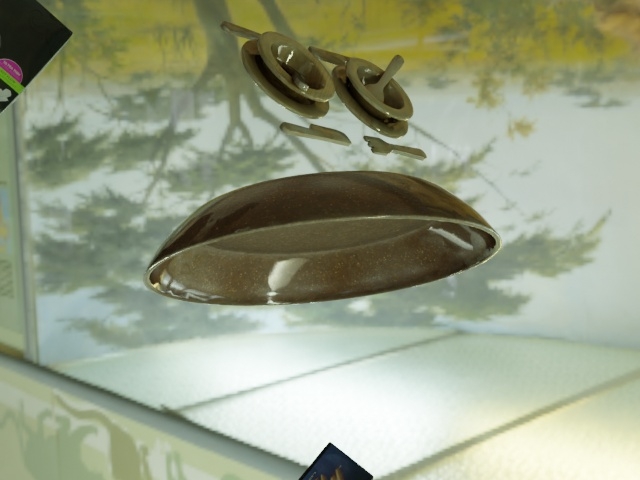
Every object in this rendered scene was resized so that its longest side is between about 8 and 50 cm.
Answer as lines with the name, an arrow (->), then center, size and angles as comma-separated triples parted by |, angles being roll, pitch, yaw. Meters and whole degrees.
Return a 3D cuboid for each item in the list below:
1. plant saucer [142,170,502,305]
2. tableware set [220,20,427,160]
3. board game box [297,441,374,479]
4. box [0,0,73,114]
plant saucer -> 0.000, 0.000, 0.522 | 0.198, 0.036, 0.198 | -5, 166, -1
tableware set -> 0.017, -0.134, 0.779 | 0.194, 0.128, 0.039 | 4, 138, -49
board game box -> -0.020, 0.260, 0.728 | 0.042, 0.165, 0.243 | 35, 162, 19
box -> -0.217, -0.122, 0.611 | 0.052, 0.062, 0.083 | -23, -150, 49
